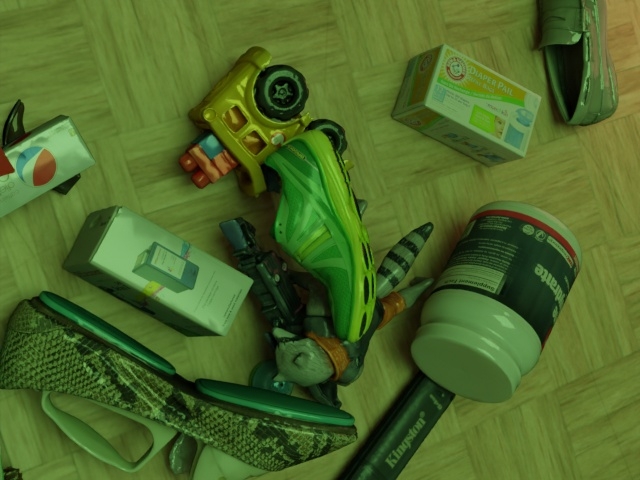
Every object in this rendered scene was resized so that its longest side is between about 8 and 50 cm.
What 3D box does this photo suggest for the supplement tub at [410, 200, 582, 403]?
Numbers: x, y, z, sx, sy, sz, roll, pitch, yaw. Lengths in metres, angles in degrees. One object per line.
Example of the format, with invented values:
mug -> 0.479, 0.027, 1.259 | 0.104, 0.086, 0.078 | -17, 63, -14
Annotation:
supplement tub -> 0.270, 0.091, 1.739 | 0.191, 0.191, 0.272 | 41, 60, -17

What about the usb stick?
usb stick -> 0.112, 0.311, 1.736 | 0.077, 0.045, 0.278 | 46, 67, -15

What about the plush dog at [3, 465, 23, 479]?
plush dog -> -0.402, 0.418, 1.414 | 0.225, 0.210, 0.262 | 38, 40, -4

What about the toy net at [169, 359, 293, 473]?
toy net -> -0.117, 0.272, 1.627 | 0.232, 0.045, 0.122 | -32, 103, -24

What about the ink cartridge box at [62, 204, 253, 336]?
ink cartridge box -> -0.223, 0.045, 1.532 | 0.212, 0.154, 0.093 | 33, 72, -21

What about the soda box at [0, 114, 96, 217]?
soda box -> -0.407, -0.081, 1.475 | 0.216, 0.069, 0.074 | -32, 109, -16

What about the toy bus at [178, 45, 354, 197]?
toy bus -> -0.091, -0.136, 1.635 | 0.211, 0.149, 0.220 | -43, 107, -10

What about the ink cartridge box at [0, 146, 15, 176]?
ink cartridge box -> -0.509, -0.151, 1.407 | 0.181, 0.056, 0.224 | -24, 61, -27

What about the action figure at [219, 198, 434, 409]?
action figure -> 0.017, 0.067, 1.631 | 0.341, 0.178, 0.330 | 57, 45, -25

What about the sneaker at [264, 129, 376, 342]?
sneaker -> 0.000, 0.000, 1.553 | 0.123, 0.109, 0.295 | -17, 81, 12

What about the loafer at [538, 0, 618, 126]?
loafer -> 0.425, -0.352, 1.928 | 0.111, 0.112, 0.319 | -17, 93, -36

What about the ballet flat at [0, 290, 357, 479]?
ballet flat -> -0.199, 0.231, 1.507 | 0.483, 0.164, 0.182 | 22, 89, -7

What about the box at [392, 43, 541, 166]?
box -> 0.235, -0.214, 1.820 | 0.203, 0.103, 0.114 | 23, 75, -23

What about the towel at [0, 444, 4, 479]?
towel -> -0.503, 0.249, 1.350 | 0.248, 0.038, 0.325 | 4, 53, -26

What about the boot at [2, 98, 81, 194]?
boot -> -0.375, -0.125, 1.538 | 0.114, 0.037, 0.106 | 17, 90, -21
